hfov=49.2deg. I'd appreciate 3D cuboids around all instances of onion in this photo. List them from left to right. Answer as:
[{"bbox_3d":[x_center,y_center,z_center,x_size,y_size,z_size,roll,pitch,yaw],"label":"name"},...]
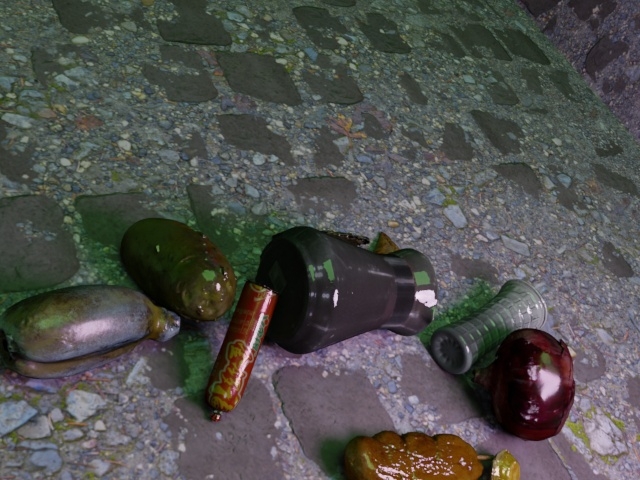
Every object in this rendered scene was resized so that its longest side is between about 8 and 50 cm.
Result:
[{"bbox_3d":[0.438,0.310,1.515,0.219,0.252,0.252,1,45,9],"label":"onion"}]

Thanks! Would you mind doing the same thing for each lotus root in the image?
[{"bbox_3d":[-0.394,0.142,1.214,0.322,0.158,0.140,-9,57,-46],"label":"lotus root"}]

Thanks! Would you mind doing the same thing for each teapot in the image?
[{"bbox_3d":[0.043,0.098,1.475,0.344,0.253,0.300,5,22,-36],"label":"teapot"}]

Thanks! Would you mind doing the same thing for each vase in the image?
[{"bbox_3d":[0.393,0.204,1.641,0.298,0.143,0.143,-22,66,-39],"label":"vase"}]

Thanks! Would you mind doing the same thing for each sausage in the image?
[{"bbox_3d":[-0.150,0.208,1.302,0.083,0.083,0.264,22,75,-12],"label":"sausage"}]

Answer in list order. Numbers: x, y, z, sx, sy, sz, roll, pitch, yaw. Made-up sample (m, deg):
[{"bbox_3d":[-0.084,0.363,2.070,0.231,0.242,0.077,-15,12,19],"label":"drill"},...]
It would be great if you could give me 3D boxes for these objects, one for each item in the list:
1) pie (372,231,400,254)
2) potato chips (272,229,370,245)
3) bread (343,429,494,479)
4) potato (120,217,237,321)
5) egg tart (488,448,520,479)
[{"bbox_3d":[0.160,0.043,1.719,0.092,0.034,0.170,35,37,3],"label":"pie"},{"bbox_3d":[0.000,-0.004,1.586,0.219,0.202,0.029,4,83,-8],"label":"potato chips"},{"bbox_3d":[0.198,0.433,1.358,0.343,0.084,0.124,8,55,-27],"label":"bread"},{"bbox_3d":[-0.277,0.052,1.364,0.141,0.176,0.298,-12,36,-44],"label":"potato"},{"bbox_3d":[0.378,0.475,1.423,0.105,0.039,0.105,0,90,-52],"label":"egg tart"}]
